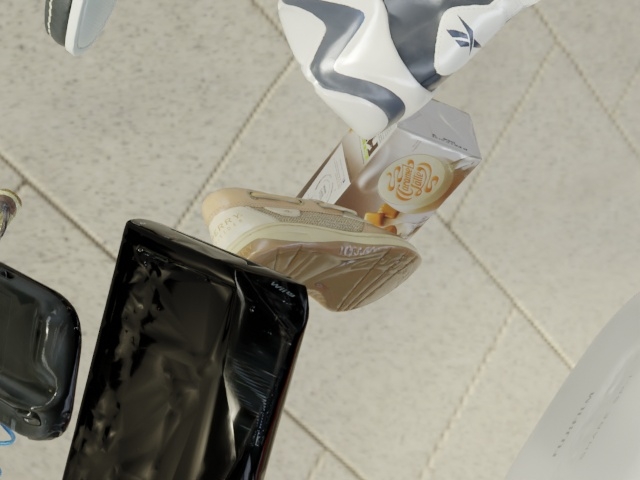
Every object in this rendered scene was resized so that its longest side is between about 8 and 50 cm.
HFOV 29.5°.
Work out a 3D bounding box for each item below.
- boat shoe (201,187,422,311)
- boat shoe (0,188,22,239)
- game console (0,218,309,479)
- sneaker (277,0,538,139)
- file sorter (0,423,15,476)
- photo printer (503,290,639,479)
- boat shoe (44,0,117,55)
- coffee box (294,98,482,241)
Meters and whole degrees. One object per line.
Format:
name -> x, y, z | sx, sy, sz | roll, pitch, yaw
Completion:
boat shoe -> 0.000, 0.000, 1.387 | 0.122, 0.110, 0.341 | -43, 153, 20
boat shoe -> -0.443, -0.003, 1.573 | 0.056, 0.152, 0.049 | 35, 24, -3
game console -> -0.173, 0.072, 0.799 | 0.044, 0.361, 0.213 | 3, 105, -55
sneaker -> 0.041, -0.178, 0.587 | 0.094, 0.153, 0.235 | 42, 25, -49
file sorter -> -0.363, 0.197, 1.143 | 0.104, 0.118, 0.170 | 11, 107, -48
photo printer -> 0.190, 0.130, 0.676 | 0.107, 0.307, 0.256 | 34, 77, 1
boat shoe -> -0.218, -0.326, 1.132 | 0.091, 0.114, 0.302 | 20, 106, 3
coffee box -> 0.085, -0.081, 1.648 | 0.141, 0.246, 0.098 | 19, 41, -27
